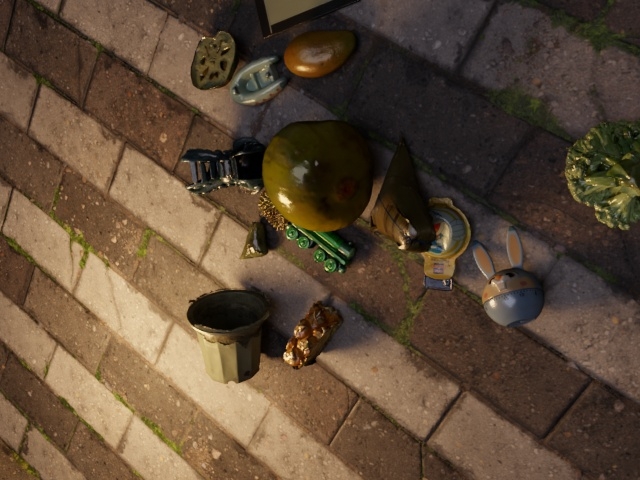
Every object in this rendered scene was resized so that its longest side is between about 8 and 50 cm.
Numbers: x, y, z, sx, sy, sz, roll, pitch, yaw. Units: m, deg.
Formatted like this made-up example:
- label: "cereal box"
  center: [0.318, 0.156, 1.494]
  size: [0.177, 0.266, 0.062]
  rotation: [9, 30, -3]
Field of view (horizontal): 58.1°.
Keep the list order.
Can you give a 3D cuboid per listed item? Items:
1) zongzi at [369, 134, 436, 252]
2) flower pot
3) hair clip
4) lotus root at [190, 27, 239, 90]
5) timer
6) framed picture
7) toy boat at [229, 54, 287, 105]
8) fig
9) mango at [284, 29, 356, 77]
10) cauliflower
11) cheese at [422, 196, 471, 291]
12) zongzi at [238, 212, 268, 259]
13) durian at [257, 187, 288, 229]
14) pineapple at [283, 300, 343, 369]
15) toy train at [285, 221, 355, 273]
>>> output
- label: "zongzi"
  center: [0.247, -0.131, 1.587]
  size: [0.260, 0.123, 0.289]
  rotation: [-137, 58, -65]
- label: "flower pot"
  center: [-0.297, 0.328, 1.949]
  size: [0.290, 0.290, 0.259]
  rotation: [10, 116, 26]
- label: "hair clip"
  center: [-0.282, -0.229, 1.852]
  size: [0.310, 0.206, 0.194]
  rotation: [0, 103, 28]
- label: "lotus root"
  center: [-0.331, -0.576, 1.878]
  size: [0.183, 0.078, 0.203]
  rotation: [30, 102, 31]
- label: "timer"
  center: [0.494, 0.107, 1.538]
  size: [0.175, 0.175, 0.255]
  rotation: [-23, 88, 29]
- label: "framed picture"
  center: [-0.060, -0.791, 1.737]
  size: [0.347, 0.016, 0.265]
  rotation: [-12, 94, 29]
- label: "toy boat"
  center: [-0.205, -0.504, 1.833]
  size: [0.208, 0.079, 0.134]
  rotation: [-18, 93, 27]
- label: "fig"
  center: [-0.020, -0.196, 1.667]
  size: [0.343, 0.343, 0.343]
  rotation: [5, 102, 27]
- label: "mango"
  center: [-0.002, -0.556, 1.709]
  size: [0.228, 0.099, 0.136]
  rotation: [-9, 89, 20]
- label: "cauliflower"
  center: [0.716, -0.159, 1.321]
  size: [0.275, 0.250, 0.272]
  rotation: [-35, 85, 23]
- label: "cheese"
  center: [0.342, 0.011, 1.648]
  size: [0.177, 0.069, 0.270]
  rotation: [5, 102, 28]
- label: "zongzi"
  center: [-0.243, -0.015, 1.960]
  size: [0.130, 0.062, 0.154]
  rotation: [-11, 88, 40]
- label: "durian"
  center: [-0.141, -0.096, 1.821]
  size: [0.208, 0.102, 0.146]
  rotation: [-117, 23, -51]
- label: "pineapple"
  center: [-0.031, 0.316, 1.860]
  size: [0.114, 0.186, 0.236]
  rotation: [32, 69, 22]
- label: "toy train"
  center: [0.000, 0.000, 1.821]
  size: [0.251, 0.085, 0.119]
  rotation: [37, 105, 17]
